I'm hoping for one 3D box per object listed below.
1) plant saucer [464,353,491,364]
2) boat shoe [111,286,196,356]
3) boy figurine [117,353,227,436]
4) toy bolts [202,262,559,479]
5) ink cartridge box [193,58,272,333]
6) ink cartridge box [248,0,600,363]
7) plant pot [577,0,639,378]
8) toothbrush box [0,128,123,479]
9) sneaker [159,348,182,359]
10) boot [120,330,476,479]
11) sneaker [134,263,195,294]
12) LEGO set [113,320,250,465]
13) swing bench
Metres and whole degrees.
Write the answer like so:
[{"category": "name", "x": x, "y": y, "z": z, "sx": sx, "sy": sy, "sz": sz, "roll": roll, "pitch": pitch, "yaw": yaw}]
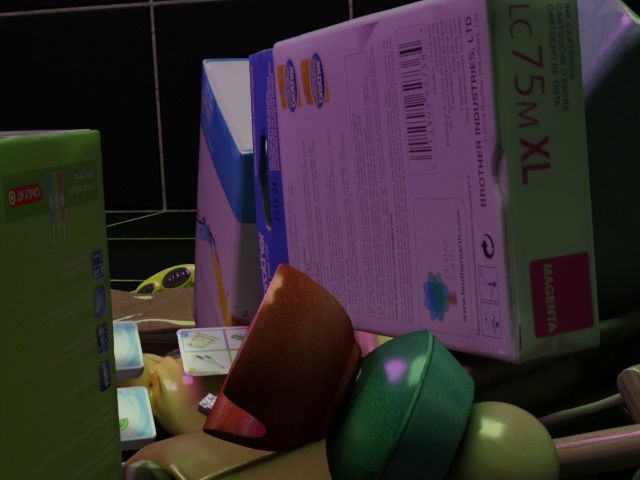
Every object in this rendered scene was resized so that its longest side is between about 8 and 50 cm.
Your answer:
[{"category": "plant saucer", "x": 0.205, "y": -0.020, "z": 1.135, "sx": 0.332, "sy": 0.333, "sz": 0.081, "roll": 3, "pitch": 6, "yaw": 37}, {"category": "boat shoe", "x": -0.198, "y": 0.104, "z": 1.301, "sx": 0.285, "sy": 0.092, "sz": 0.103, "roll": -2, "pitch": 26, "yaw": -9}, {"category": "boy figurine", "x": -0.181, "y": 0.133, "z": 1.060, "sx": 0.285, "sy": 0.092, "sz": 0.177, "roll": 3, "pitch": -15, "yaw": 16}, {"category": "toy bolts", "x": 0.004, "y": 0.150, "z": 0.572, "sx": 0.158, "sy": 0.229, "sz": 0.218, "roll": 25, "pitch": -19, "yaw": -2}, {"category": "ink cartridge box", "x": 0.000, "y": 0.000, "z": 1.118, "sx": 0.198, "sy": 0.270, "sz": 0.197, "roll": -2, "pitch": 30, "yaw": -15}, {"category": "ink cartridge box", "x": 0.043, "y": -0.038, "z": 0.754, "sx": 0.065, "sy": 0.186, "sz": 0.311, "roll": -6, "pitch": 4, "yaw": -28}, {"category": "plant pot", "x": 0.176, "y": -0.044, "z": 0.898, "sx": 0.247, "sy": 0.252, "sz": 0.247, "roll": 27, "pitch": 22, "yaw": -28}, {"category": "toothbrush box", "x": -0.195, "y": 0.089, "z": 0.648, "sx": 0.122, "sy": 0.283, "sz": 0.206, "roll": -2, "pitch": 8, "yaw": 13}, {"category": "sneaker", "x": -0.112, "y": 0.119, "z": 1.239, "sx": 0.071, "sy": 0.066, "sz": 0.188, "roll": 3, "pitch": 8, "yaw": 43}, {"category": "boot", "x": -0.013, "y": 0.115, "z": 0.826, "sx": 0.269, "sy": 0.089, "sz": 0.236, "roll": -13, "pitch": 40, "yaw": -43}, {"category": "sneaker", "x": -0.069, "y": 0.084, "z": 1.464, "sx": 0.295, "sy": 0.109, "sz": 0.123, "roll": -4, "pitch": -16, "yaw": 5}, {"category": "LEGO set", "x": -0.078, "y": 0.116, "z": 0.936, "sx": 0.244, "sy": 0.060, "sz": 0.182, "roll": -1, "pitch": 44, "yaw": -17}, {"category": "swing bench", "x": 0.179, "y": 0.124, "z": 0.701, "sx": 0.254, "sy": 0.165, "sz": 0.253, "roll": 3, "pitch": 10, "yaw": 41}]
